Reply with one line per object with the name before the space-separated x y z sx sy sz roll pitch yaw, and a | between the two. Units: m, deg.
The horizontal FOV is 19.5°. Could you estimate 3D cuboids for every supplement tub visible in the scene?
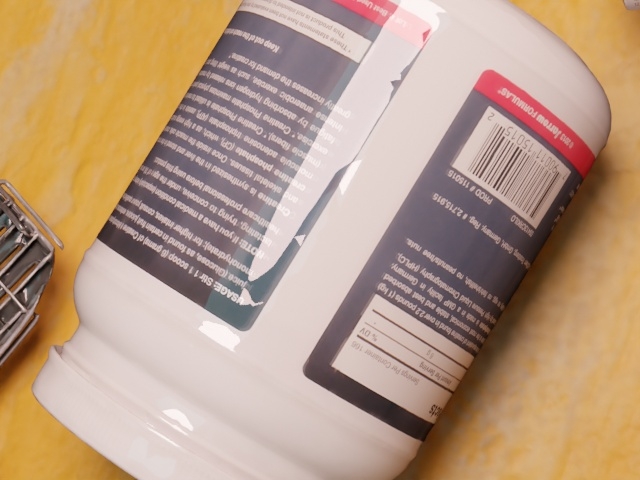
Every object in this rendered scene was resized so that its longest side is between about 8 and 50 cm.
supplement tub | 0.000 0.000 0.915 0.191 0.191 0.272 31 88 21

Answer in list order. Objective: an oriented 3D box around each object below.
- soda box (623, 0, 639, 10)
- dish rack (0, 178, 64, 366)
soda box | 0.236 -0.158 0.820 0.216 0.074 0.069 -4 58 16
dish rack | -0.274 -0.007 1.070 0.208 0.074 0.271 -45 71 5
